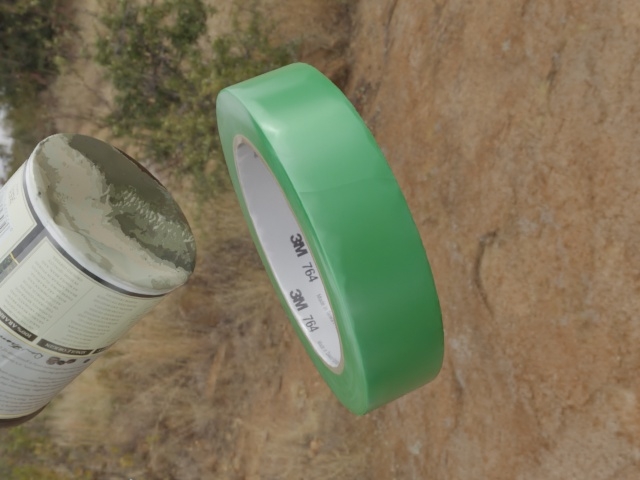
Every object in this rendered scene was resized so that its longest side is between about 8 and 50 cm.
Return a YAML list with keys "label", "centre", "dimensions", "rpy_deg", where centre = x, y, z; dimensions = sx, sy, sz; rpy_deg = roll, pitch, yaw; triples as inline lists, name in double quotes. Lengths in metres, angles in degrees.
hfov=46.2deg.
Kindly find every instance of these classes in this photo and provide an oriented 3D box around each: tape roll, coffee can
- label: "tape roll"
  centre: [0.000, 0.000, 0.699]
  dimensions: [0.321, 0.077, 0.321]
  rpy_deg: [157, 90, -77]
- label: "coffee can"
  centre: [-0.299, 0.048, 0.811]
  dimensions: [0.275, 0.201, 0.201]
  rpy_deg: [-39, 39, 23]

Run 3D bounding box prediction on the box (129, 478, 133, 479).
- label: "box"
  centre: [-0.113, 0.336, 0.703]
  dimensions: [0.100, 0.244, 0.060]
  rpy_deg: [-48, -21, -48]
